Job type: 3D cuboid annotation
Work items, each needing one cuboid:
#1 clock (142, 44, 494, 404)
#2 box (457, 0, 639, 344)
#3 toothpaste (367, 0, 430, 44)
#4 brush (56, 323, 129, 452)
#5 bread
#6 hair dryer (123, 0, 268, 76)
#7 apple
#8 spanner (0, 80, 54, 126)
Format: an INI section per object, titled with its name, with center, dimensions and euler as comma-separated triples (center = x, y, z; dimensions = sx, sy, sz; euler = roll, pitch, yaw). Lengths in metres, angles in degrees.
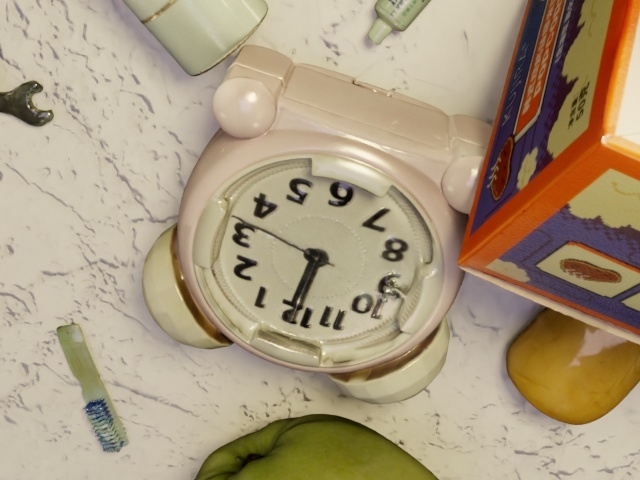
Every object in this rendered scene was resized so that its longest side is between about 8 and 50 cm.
[clock]
center = 0.000, 0.000, 0.913
dimensions = 0.342, 0.184, 0.326
euler = 20, 115, 2
[box]
center = 0.330, -0.105, 0.712
dimensions = 0.318, 0.257, 0.349
euler = 20, 66, -5
[toothpaste]
center = 0.119, -0.285, 0.866
dimensions = 0.064, 0.041, 0.218
euler = 38, 105, -4
[brush]
center = -0.284, 0.186, 1.079
dimensions = 0.033, 0.030, 0.179
euler = -11, 111, 18
[bread]
center = 0.338, 0.075, 0.963
dimensions = 0.142, 0.091, 0.305
euler = 30, 111, -13
[hair dryer]
center = -0.045, -0.335, 0.831
dimensions = 0.357, 0.107, 0.173
euler = -39, 116, 5
[apple]
center = 0.004, 0.370, 0.966
dimensions = 0.357, 0.357, 0.357
euler = 1, 111, 3
[spanner]
center = -0.418, -0.154, 0.963
dimensions = 0.254, 0.015, 0.054
euler = 3, 109, 3
